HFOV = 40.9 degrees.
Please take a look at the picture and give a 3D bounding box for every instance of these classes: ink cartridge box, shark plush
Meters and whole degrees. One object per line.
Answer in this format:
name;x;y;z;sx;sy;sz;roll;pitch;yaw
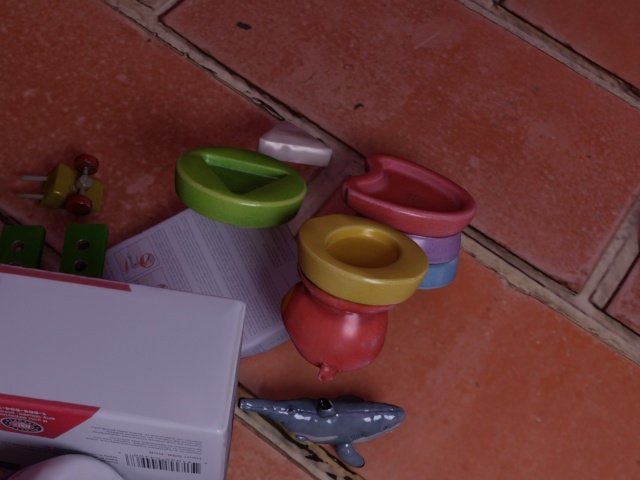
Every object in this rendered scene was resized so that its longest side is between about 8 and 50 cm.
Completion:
ink cartridge box;-0.125;0.053;0.935;0.224;0.056;0.181;-29;67;-1
ink cartridge box;-0.173;0.147;0.739;0.196;0.273;0.114;9;57;-3
shark plush;0.000;0.165;0.853;0.161;0.067;0.073;23;57;-10

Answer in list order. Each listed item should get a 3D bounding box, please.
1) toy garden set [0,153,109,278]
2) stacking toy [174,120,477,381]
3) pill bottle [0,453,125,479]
toy garden set;-0.349;0.002;0.923;0.244;0.049;0.204;0;57;-2
stacking toy;0.000;0.000;0.897;0.279;0.131;0.309;25;27;19
pill bottle;-0.287;0.286;0.654;0.301;0.169;0.169;-22;62;15
